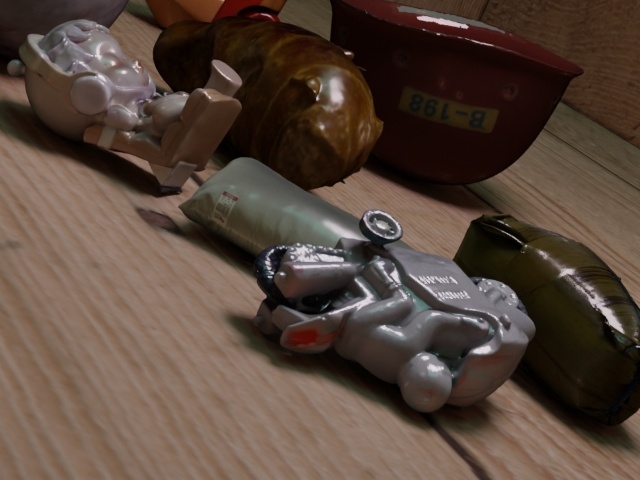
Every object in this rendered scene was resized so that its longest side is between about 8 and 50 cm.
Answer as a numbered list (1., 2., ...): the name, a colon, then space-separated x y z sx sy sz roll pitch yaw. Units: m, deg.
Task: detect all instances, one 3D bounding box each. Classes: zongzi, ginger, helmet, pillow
1. zongzi: 0.287 0.089 1.492 0.289 0.123 0.260 16 21 -44
2. ginger: -0.029 -0.170 1.791 0.254 0.176 0.418 9 14 -29
3. helmet: 0.151 -0.200 2.070 0.385 0.230 0.337 15 15 -6
4. pillow: 0.001 0.000 1.411 0.254 0.078 0.144 28 20 13

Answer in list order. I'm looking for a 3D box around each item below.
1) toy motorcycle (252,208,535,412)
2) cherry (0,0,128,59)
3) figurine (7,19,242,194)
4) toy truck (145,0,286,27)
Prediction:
1. toy motorcycle: 0.073 0.072 1.238 0.260 0.110 0.171 10 37 -24
2. cherry: -0.344 -0.372 1.678 0.291 0.335 0.326 29 16 27
3. figurine: -0.206 -0.154 1.507 0.237 0.141 0.162 28 10 17
4. toy truck: -0.143 -0.425 2.373 0.239 0.265 0.189 32 11 -14
